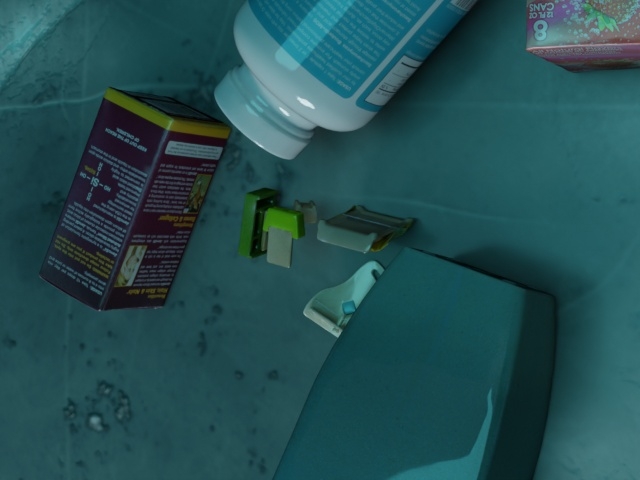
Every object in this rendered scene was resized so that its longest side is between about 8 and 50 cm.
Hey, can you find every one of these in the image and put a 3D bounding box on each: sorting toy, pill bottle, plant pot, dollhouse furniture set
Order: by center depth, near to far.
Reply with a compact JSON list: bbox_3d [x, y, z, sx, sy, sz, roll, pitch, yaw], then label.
[{"bbox_3d":[0.091,0.134,1.018,0.165,0.165,0.234,21,94,24],"label":"plant pot"},{"bbox_3d":[0.028,-0.192,1.050,0.264,0.146,0.146,-47,71,18],"label":"pill bottle"},{"bbox_3d":[0.041,0.056,1.104,0.083,0.045,0.075,32,87,45],"label":"sorting toy"},{"bbox_3d":[0.000,0.000,1.111,0.151,0.076,0.059,15,109,27],"label":"dollhouse furniture set"}]

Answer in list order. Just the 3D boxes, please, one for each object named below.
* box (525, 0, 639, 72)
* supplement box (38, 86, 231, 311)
[{"bbox_3d":[0.308,-0.205,0.915,0.299,0.142,0.154,2,92,26],"label":"box"},{"bbox_3d":[-0.169,-0.036,1.171,0.080,0.104,0.188,27,102,24],"label":"supplement box"}]
